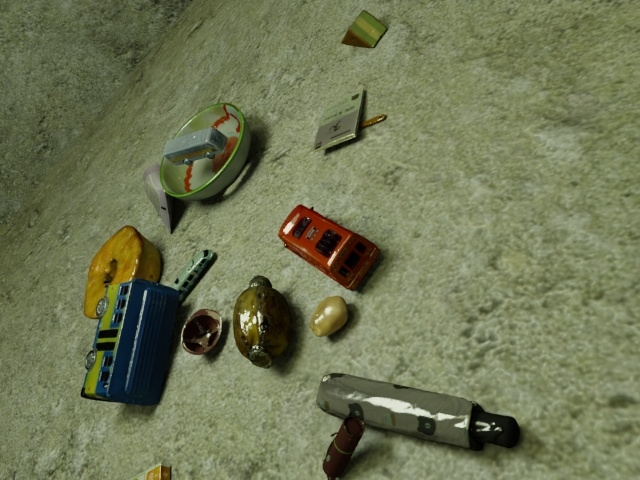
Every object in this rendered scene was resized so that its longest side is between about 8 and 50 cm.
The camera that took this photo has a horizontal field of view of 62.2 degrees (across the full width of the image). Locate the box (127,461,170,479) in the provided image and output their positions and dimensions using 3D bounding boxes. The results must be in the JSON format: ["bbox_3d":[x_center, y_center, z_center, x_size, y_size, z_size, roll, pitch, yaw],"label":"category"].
[{"bbox_3d":[-0.402,0.567,1.119,0.220,0.032,0.122,-34,42,22],"label":"box"}]

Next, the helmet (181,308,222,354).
[{"bbox_3d":[-0.269,0.220,1.232,0.089,0.057,0.111,18,64,12],"label":"helmet"}]

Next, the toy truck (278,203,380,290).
[{"bbox_3d":[0.000,0.000,1.090,0.107,0.114,0.252,-56,41,-3],"label":"toy truck"}]

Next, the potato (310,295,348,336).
[{"bbox_3d":[0.016,0.144,1.009,0.083,0.062,0.068,-34,7,-13],"label":"potato"}]

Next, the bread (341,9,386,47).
[{"bbox_3d":[0.118,-0.573,1.484,0.074,0.084,0.139,-54,9,-2],"label":"bread"}]

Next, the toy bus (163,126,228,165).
[{"bbox_3d":[-0.349,-0.261,1.475,0.190,0.075,0.064,-9,58,33],"label":"toy bus"}]

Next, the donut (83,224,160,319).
[{"bbox_3d":[-0.588,0.107,1.584,0.303,0.110,0.303,-24,50,31],"label":"donut"}]

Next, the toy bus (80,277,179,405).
[{"bbox_3d":[-0.468,0.251,1.306,0.175,0.138,0.288,-12,64,40],"label":"toy bus"}]

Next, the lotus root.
[{"bbox_3d":[-0.119,0.163,1.086,0.120,0.120,0.210,-29,47,26],"label":"lotus root"}]

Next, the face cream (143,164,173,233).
[{"bbox_3d":[-0.509,-0.151,1.698,0.274,0.096,0.154,-125,33,-51],"label":"face cream"}]

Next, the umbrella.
[{"bbox_3d":[0.132,0.260,0.808,0.337,0.067,0.073,-1,71,42],"label":"umbrella"}]

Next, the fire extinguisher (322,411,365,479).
[{"bbox_3d":[0.030,0.337,0.842,0.056,0.039,0.132,59,136,49],"label":"fire extinguisher"}]

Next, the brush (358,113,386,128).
[{"bbox_3d":[0.086,-0.276,1.292,0.170,0.014,0.043,-14,54,36],"label":"brush"}]

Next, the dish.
[{"bbox_3d":[-0.318,-0.243,1.579,0.324,0.124,0.324,-18,55,27],"label":"dish"}]

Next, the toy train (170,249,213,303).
[{"bbox_3d":[-0.356,0.106,1.408,0.207,0.047,0.043,-53,34,2],"label":"toy train"}]

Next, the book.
[{"bbox_3d":[0.047,-0.301,1.328,0.127,0.014,0.182,-16,44,33],"label":"book"}]
